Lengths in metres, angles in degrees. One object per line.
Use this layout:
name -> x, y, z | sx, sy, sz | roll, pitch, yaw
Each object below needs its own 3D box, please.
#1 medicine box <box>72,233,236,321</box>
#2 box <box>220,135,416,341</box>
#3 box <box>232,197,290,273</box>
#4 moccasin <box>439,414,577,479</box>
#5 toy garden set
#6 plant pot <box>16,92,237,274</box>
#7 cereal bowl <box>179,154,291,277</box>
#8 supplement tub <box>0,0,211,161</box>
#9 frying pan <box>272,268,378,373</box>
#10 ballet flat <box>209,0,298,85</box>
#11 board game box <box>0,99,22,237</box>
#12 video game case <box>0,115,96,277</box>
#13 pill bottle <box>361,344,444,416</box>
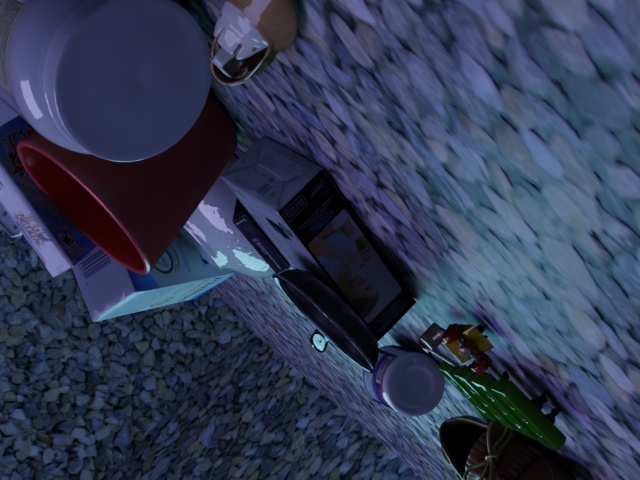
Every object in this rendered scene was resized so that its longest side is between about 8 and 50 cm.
medicine box -> -0.337, -0.012, 2.037 | 0.289, 0.149, 0.264 | -11, -105, -53
box -> 0.000, 0.000, 1.506 | 0.169, 0.087, 0.290 | 32, 163, 52
box -> -0.085, -0.037, 1.638 | 0.116, 0.029, 0.162 | 51, -159, -26
moccasin -> 0.284, 0.354, 1.676 | 0.147, 0.139, 0.380 | 39, -179, -13
toy garden set -> 0.219, 0.175, 1.442 | 0.204, 0.049, 0.244 | 46, 171, -11
plant pot -> -0.274, -0.126, 1.596 | 0.275, 0.243, 0.275 | 37, 160, 15
cereal bowl -> -0.187, -0.053, 1.908 | 0.339, 0.141, 0.339 | 45, 170, 10
supplement tub -> -0.300, -0.245, 1.326 | 0.325, 0.235, 0.235 | 35, 165, 46
frying pan -> 0.028, 0.137, 1.536 | 0.197, 0.053, 0.326 | 39, 170, 30
ballet flat -> -0.071, -0.199, 1.045 | 0.080, 0.073, 0.232 | 45, 170, 0
board game box -> -0.569, -0.261, 2.011 | 0.390, 0.390, 0.050 | 39, -166, 34
video game case -> -0.423, -0.109, 1.760 | 0.061, 0.269, 0.244 | -27, 104, 32
pill bottle -> 0.134, 0.239, 1.848 | 0.108, 0.108, 0.193 | 47, 170, -10
